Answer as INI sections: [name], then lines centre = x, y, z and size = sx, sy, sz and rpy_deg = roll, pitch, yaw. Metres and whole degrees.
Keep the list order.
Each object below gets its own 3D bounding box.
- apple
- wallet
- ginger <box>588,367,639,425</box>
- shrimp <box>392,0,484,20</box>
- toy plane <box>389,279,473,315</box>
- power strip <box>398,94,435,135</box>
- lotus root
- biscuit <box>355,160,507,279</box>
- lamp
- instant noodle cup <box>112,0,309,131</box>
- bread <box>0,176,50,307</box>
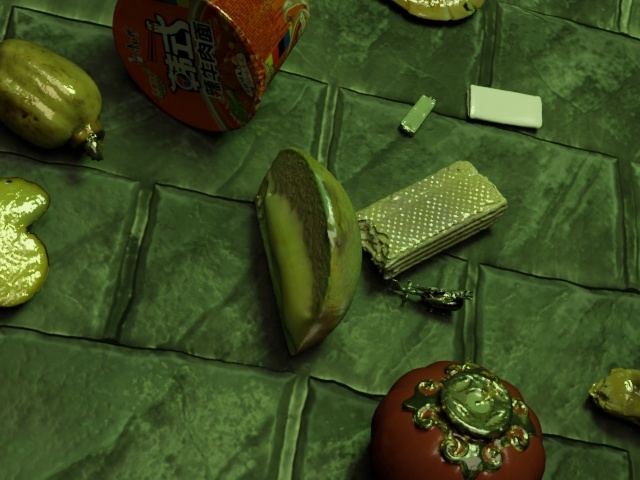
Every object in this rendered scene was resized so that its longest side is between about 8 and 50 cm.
[apple]
centre = 0.000, 0.000, 1.465
size = 0.120, 0.193, 0.265
rpy_deg = -1, 62, -26
[wallet]
centre = 0.295, -0.213, 1.728
size = 0.122, 0.025, 0.061
rpy_deg = 8, 61, -11
[ginger]
centre = 0.474, 0.242, 1.531
size = 0.190, 0.069, 0.095
rpy_deg = 28, 83, -1
[shrimp]
centre = 0.151, -0.434, 1.782
size = 0.267, 0.061, 0.145
rpy_deg = 8, 72, -13
[toy plane]
centre = 0.158, 0.079, 1.541
size = 0.120, 0.049, 0.031
rpy_deg = 10, 61, 10
[power strip]
centre = 0.153, -0.197, 1.689
size = 0.027, 0.017, 0.083
rpy_deg = 36, 62, 4
[lotus root]
centre = -0.377, -0.193, 1.497
size = 0.220, 0.118, 0.125
rpy_deg = 36, 101, -3
[biscuit]
centre = 0.153, -0.033, 1.578
size = 0.238, 0.062, 0.108
rpy_deg = -26, 58, -25
[lamp]
centre = 0.171, 0.264, 1.369
size = 0.226, 0.227, 0.227
rpy_deg = 6, 64, -12
[instant noodle cup]
centre = -0.143, -0.312, 1.551
size = 0.250, 0.250, 0.192
rpy_deg = 34, 54, 3
[bread]
centre = -0.421, 0.007, 1.423
size = 0.149, 0.065, 0.188
rpy_deg = 36, 58, -8
